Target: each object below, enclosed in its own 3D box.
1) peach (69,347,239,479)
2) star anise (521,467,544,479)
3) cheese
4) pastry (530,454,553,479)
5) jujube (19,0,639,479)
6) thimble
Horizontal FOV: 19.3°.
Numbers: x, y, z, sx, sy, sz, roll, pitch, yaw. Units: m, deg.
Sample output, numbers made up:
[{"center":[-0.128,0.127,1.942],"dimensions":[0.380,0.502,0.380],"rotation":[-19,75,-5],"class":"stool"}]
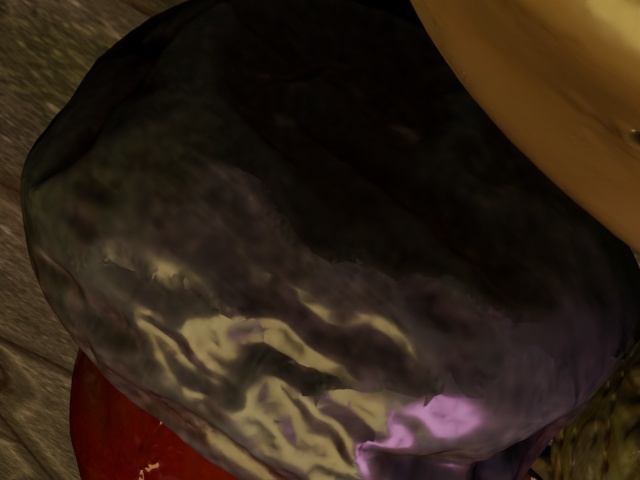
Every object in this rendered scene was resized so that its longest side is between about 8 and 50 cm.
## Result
[{"center":[-0.018,0.100,1.165],"dimensions":[0.238,0.281,0.281],"rotation":[8,151,45],"class":"peach"},{"center":[0.190,0.235,1.211],"dimensions":[0.272,0.272,0.102],"rotation":[43,-167,-31],"class":"star anise"},{"center":[0.148,-0.073,0.722],"dimensions":[0.316,0.128,0.259],"rotation":[42,159,-25],"class":"cheese"},{"center":[0.223,0.217,1.391],"dimensions":[0.258,0.089,0.121],"rotation":[6,137,44],"class":"pastry"},{"center":[-0.004,0.006,0.949],"dimensions":[0.308,0.246,0.215],"rotation":[42,143,12],"class":"jujube"},{"center":[0.214,0.130,1.091],"dimensions":[0.137,0.190,0.143],"rotation":[-13,174,-13],"class":"thimble"}]
